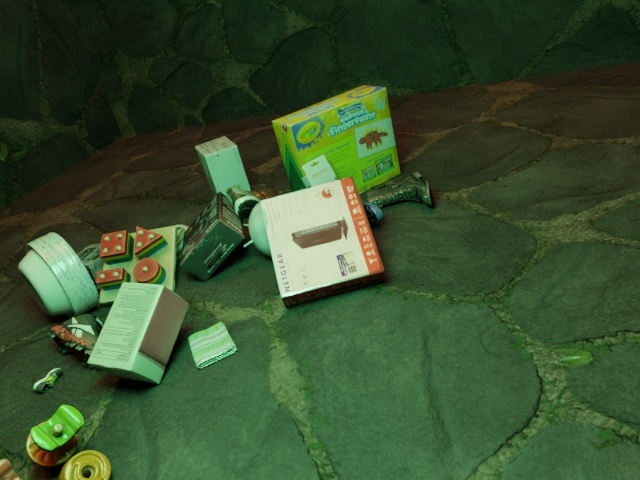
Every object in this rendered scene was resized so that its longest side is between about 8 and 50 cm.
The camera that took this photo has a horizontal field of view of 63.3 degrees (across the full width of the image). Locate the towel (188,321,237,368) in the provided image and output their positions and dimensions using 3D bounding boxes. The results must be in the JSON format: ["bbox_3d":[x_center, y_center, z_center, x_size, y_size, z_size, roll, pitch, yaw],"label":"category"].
[{"bbox_3d":[-0.300,0.281,1.420,0.113,0.023,0.152,-22,29,-15],"label":"towel"}]

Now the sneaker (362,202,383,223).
[{"bbox_3d":[0.114,-0.084,1.838,0.090,0.081,0.232,-37,28,-31],"label":"sneaker"}]

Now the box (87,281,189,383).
[{"bbox_3d":[-0.472,0.241,1.366,0.148,0.127,0.232,1,61,26],"label":"box"}]

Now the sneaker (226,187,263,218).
[{"bbox_3d":[-0.245,-0.126,1.863,0.100,0.271,0.108,-46,69,3],"label":"sneaker"}]

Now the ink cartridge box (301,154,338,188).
[{"bbox_3d":[0.006,-0.209,1.900,0.104,0.180,0.060,-31,8,-19],"label":"ink cartridge box"}]

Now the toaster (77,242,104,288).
[{"bbox_3d":[-0.815,0.092,1.906,0.168,0.110,0.186,-3,30,27],"label":"toaster"}]

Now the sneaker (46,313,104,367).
[{"bbox_3d":[-0.679,0.281,1.518,0.276,0.098,0.135,10,39,40],"label":"sneaker"}]

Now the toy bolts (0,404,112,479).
[{"bbox_3d":[-0.577,0.504,1.082,0.218,0.158,0.228,41,37,10],"label":"toy bolts"}]

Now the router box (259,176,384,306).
[{"bbox_3d":[0.000,0.000,1.549,0.301,0.082,0.335,-15,63,-1],"label":"router box"}]

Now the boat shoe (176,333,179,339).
[{"bbox_3d":[-0.531,0.241,1.532,0.267,0.088,0.096,10,36,37],"label":"boat shoe"}]

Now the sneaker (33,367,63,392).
[{"bbox_3d":[-0.745,0.389,1.434,0.035,0.031,0.083,22,47,29],"label":"sneaker"}]

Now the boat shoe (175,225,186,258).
[{"bbox_3d":[-0.606,0.051,1.886,0.113,0.103,0.302,20,43,28],"label":"boat shoe"}]

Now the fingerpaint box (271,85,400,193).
[{"bbox_3d":[0.073,-0.362,2.050,0.445,0.371,0.163,-28,30,-22],"label":"fingerpaint box"}]

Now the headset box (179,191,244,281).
[{"bbox_3d":[-0.375,-0.012,1.798,0.218,0.110,0.293,-47,25,12],"label":"headset box"}]

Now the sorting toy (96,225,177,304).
[{"bbox_3d":[-0.628,0.067,1.762,0.255,0.089,0.257,-10,59,4],"label":"sorting toy"}]

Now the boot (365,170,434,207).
[{"bbox_3d":[0.281,-0.158,1.899,0.229,0.091,0.263,-19,24,3],"label":"boot"}]

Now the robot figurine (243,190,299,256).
[{"bbox_3d":[-0.089,-0.060,1.752,0.353,0.200,0.300,-14,26,1],"label":"robot figurine"}]

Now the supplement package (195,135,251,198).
[{"bbox_3d":[-0.420,-0.294,2.273,0.145,0.262,0.204,-24,30,-15],"label":"supplement package"}]

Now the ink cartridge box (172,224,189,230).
[{"bbox_3d":[-0.535,-0.035,2.089,0.179,0.045,0.145,-28,31,-18],"label":"ink cartridge box"}]

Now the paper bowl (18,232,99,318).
[{"bbox_3d":[-0.865,0.128,1.690,0.284,0.284,0.148,16,41,44],"label":"paper bowl"}]

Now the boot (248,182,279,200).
[{"bbox_3d":[-0.245,-0.103,2.071,0.264,0.096,0.280,-28,42,-26],"label":"boot"}]
